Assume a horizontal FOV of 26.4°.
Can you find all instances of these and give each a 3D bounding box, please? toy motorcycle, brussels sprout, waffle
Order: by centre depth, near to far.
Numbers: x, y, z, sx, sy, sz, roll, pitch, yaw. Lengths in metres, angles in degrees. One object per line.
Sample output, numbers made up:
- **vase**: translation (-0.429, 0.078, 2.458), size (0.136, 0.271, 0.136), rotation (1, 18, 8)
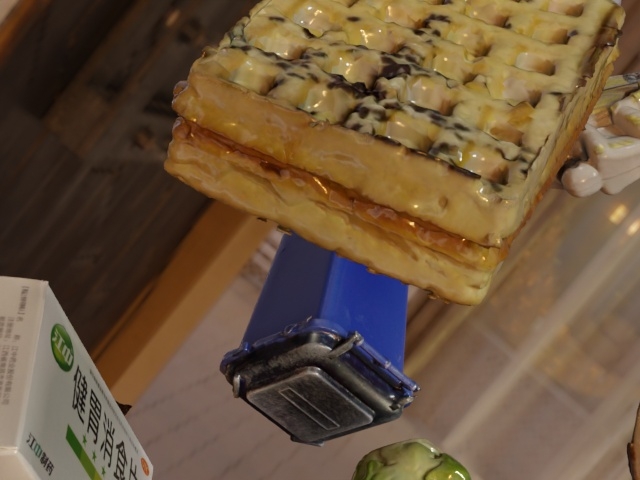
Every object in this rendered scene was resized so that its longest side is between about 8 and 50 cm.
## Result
- **waffle**: translation (0.069, -0.121, 1.037), size (0.261, 0.114, 0.376), rotation (25, 36, 10)
- **brussels sprout**: translation (0.083, 0.270, 1.303), size (0.155, 0.155, 0.117), rotation (40, -15, 8)
- **toy motorcycle**: translation (0.395, -0.141, 1.834), size (0.223, 0.341, 0.107), rotation (-68, 144, -45)

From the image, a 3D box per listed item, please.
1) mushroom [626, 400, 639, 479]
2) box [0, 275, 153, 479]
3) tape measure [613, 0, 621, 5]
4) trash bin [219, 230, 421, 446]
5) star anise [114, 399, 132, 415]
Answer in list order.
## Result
- **mushroom**: translation (0.371, 0.162, 1.365), size (0.094, 0.209, 0.072), rotation (-15, 41, -30)
- **box**: translation (-0.266, 0.196, 1.199), size (0.332, 0.145, 0.173), rotation (73, 13, -48)
- **tape measure**: translation (0.212, -0.250, 1.397), size (0.178, 0.105, 0.196), rotation (39, 47, 4)
- **trash bin**: translation (0.018, 0.079, 1.450), size (0.162, 0.184, 0.234), rotation (42, 43, -30)
- **star anise**: translation (-0.325, 0.230, 1.624), size (0.158, 0.141, 0.144), rotation (46, 39, -58)
